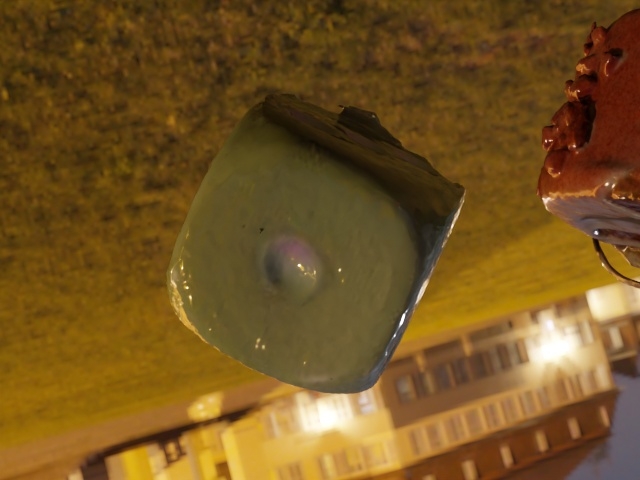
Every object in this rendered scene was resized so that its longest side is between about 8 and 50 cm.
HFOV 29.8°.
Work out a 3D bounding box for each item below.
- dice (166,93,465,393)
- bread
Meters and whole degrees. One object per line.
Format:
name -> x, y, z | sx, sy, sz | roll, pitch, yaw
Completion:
dice -> 0.000, 0.000, 1.291 | 0.252, 0.254, 0.250 | 27, -161, 5
bread -> 0.205, -0.019, 0.532 | 0.212, 0.142, 0.224 | 21, 176, -40
